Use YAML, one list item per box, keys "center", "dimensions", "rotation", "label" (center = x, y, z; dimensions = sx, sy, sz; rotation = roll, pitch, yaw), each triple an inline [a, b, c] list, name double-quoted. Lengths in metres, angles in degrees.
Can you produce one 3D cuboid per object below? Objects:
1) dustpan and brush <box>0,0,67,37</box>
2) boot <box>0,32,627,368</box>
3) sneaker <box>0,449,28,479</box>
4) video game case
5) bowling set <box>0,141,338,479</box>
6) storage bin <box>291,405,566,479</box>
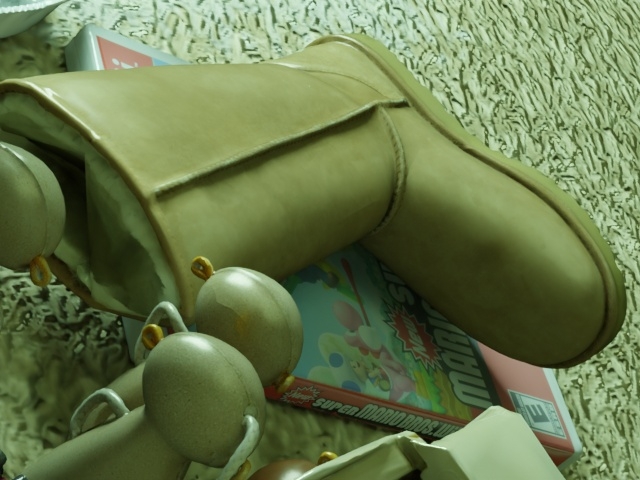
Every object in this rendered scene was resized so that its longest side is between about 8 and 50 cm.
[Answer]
- center: [-0.141, -0.149, 0.933]
  dimensions: [0.211, 0.060, 0.147]
  rotation: [18, 41, -38]
  label: "dustpan and brush"
- center: [0.000, 0.000, 0.867]
  dimensions: [0.236, 0.089, 0.269]
  rotation: [41, 28, 17]
  label: "boot"
- center: [-0.201, 0.049, 0.593]
  dimensions: [0.112, 0.121, 0.299]
  rotation: [-39, 74, -21]
  label: "sneaker"
- center: [0.005, 0.008, 0.966]
  dimensions: [0.285, 0.025, 0.204]
  rotation: [18, 41, -38]
  label: "video game case"
- center: [-0.034, 0.081, 0.706]
  dimensions: [0.200, 0.154, 0.287]
  rotation: [-14, 65, -55]
  label: "bowling set"
- center: [0.014, 0.224, 0.504]
  dimensions: [0.262, 0.260, 0.123]
  rotation: [54, 28, 12]
  label: "storage bin"
